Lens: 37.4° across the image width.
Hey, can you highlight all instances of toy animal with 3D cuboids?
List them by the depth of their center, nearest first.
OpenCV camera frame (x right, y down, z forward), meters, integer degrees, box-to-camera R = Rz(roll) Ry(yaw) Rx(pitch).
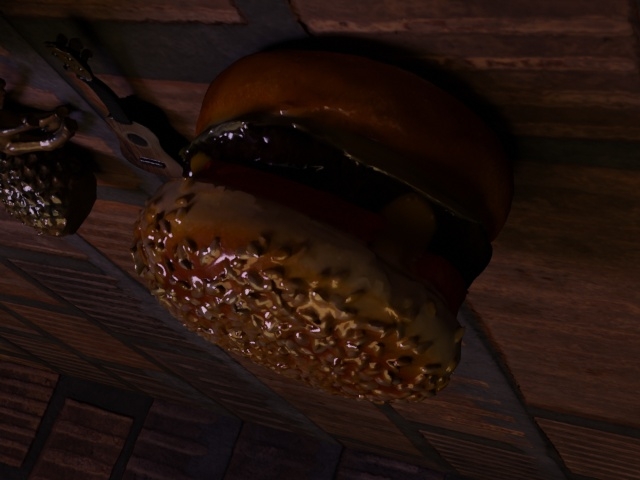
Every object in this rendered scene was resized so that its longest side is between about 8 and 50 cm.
[{"bbox_3d":[-0.417,-0.143,1.114,0.275,0.054,0.149,3,166,18],"label":"toy animal"}]

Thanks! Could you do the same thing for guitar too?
[{"bbox_3d":[-0.213,-0.143,0.999,0.083,0.038,0.271,11,161,19],"label":"guitar"}]

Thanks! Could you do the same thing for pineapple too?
[{"bbox_3d":[-0.415,-0.098,1.217,0.251,0.125,0.125,25,159,0],"label":"pineapple"}]

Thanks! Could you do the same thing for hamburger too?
[{"bbox_3d":[0.000,0.000,0.873,0.330,0.250,0.330,17,159,7],"label":"hamburger"}]
